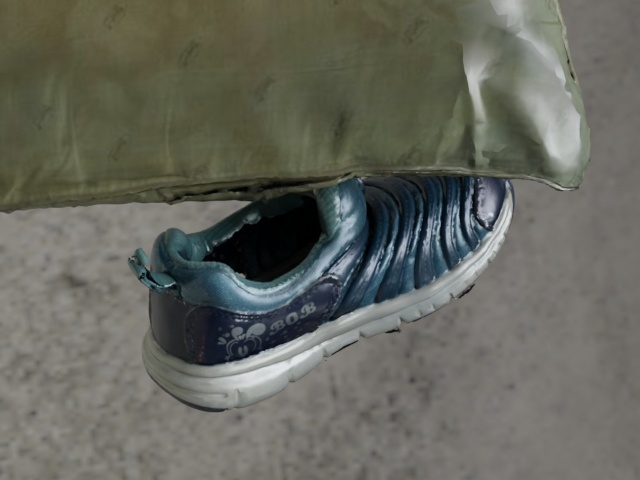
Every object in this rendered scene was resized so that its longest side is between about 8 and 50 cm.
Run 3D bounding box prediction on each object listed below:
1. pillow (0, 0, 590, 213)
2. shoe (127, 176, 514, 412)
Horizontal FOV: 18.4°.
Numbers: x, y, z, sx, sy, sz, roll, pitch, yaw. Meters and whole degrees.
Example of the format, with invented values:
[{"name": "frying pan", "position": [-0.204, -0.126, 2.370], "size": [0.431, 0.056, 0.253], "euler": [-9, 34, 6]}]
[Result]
[{"name": "pillow", "position": [-0.061, -0.091, 0.650], "size": [0.075, 0.303, 0.184], "euler": [88, -3, -71]}, {"name": "shoe", "position": [0.000, 0.000, 0.673], "size": [0.143, 0.064, 0.071], "euler": [-26, 129, -16]}]
